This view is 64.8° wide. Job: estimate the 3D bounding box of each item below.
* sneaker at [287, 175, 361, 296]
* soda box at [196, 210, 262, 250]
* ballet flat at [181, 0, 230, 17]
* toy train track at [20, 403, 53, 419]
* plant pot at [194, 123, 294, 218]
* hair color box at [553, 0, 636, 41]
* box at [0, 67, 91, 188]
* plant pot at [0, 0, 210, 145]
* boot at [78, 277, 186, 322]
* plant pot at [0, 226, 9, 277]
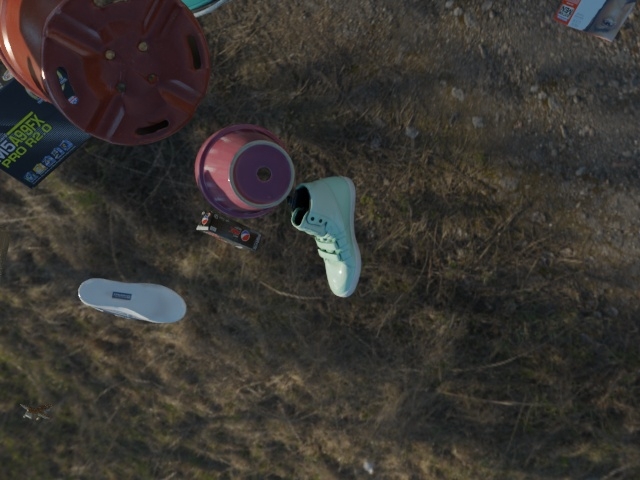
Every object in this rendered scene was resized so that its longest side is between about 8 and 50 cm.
[{"bbox_3d":[0.000,0.000,1.029,0.094,0.151,0.255,3,99,48],"label":"sneaker"},{"bbox_3d":[-0.240,-0.023,1.341,0.060,0.053,0.169,3,162,45],"label":"soda box"},{"bbox_3d":[-0.162,-0.625,1.082,0.139,0.139,0.400,44,111,-13],"label":"ballet flat"},{"bbox_3d":[-0.443,0.270,0.791,0.048,0.014,0.083,28,168,-3],"label":"toy train track"},{"bbox_3d":[-0.141,-0.137,1.018,0.201,0.201,0.180,54,169,-20],"label":"plant pot"},{"bbox_3d":[0.460,-0.414,0.792,0.093,0.053,0.167,11,124,-14],"label":"hair color box"},{"bbox_3d":[-0.653,-0.276,1.152,0.060,0.270,0.216,43,174,33],"label":"box"},{"bbox_3d":[-0.296,-0.270,0.701,0.265,0.273,0.272,43,146,44],"label":"plant pot"},{"bbox_3d":[-0.341,0.114,0.937,0.190,0.069,0.086,15,161,-6],"label":"boot"},{"bbox_3d":[-0.709,0.019,1.047,0.109,0.108,0.096,19,136,-35],"label":"plant pot"}]
